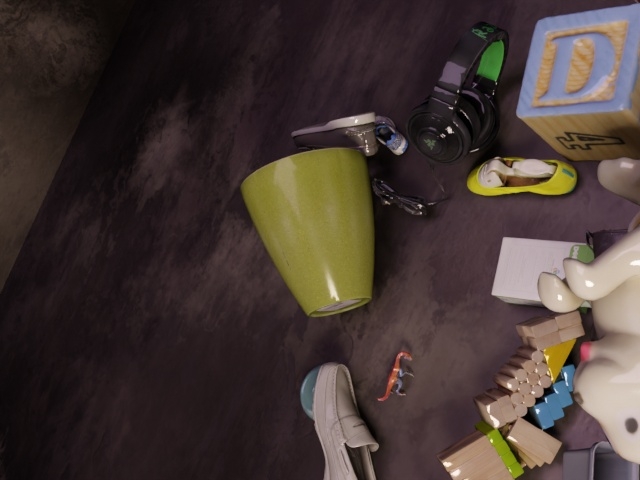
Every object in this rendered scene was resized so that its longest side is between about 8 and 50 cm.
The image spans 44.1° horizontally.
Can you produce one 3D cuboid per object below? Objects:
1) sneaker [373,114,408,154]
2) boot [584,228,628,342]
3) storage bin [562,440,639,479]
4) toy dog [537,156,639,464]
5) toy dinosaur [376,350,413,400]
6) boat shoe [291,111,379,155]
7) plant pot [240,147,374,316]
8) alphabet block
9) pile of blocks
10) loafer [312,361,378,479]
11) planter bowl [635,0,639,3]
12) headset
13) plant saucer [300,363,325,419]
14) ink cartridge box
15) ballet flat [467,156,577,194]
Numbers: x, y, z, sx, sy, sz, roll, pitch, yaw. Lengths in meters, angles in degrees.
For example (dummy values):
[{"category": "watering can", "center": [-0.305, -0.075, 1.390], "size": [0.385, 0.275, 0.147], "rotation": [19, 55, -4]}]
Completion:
[{"category": "sneaker", "center": [0.138, -0.242, 1.724], "size": [0.052, 0.058, 0.135], "rotation": [-53, 45, 11]}, {"category": "boot", "center": [0.520, 0.085, 1.179], "size": [0.263, 0.091, 0.228], "rotation": [6, 76, 26]}, {"category": "storage bin", "center": [0.418, 0.374, 1.188], "size": [0.091, 0.098, 0.135], "rotation": [151, 130, -65]}, {"category": "toy dog", "center": [0.474, 0.099, 1.026], "size": [0.407, 0.396, 0.284], "rotation": [-63, 6, -15]}, {"category": "toy dinosaur", "center": [0.148, 0.254, 1.497], "size": [0.047, 0.090, 0.082], "rotation": [11, 112, 29]}, {"category": "boat shoe", "center": [0.028, -0.222, 1.765], "size": [0.305, 0.109, 0.091], "rotation": [1, 107, 61]}, {"category": "plant pot", "center": [0.000, 0.000, 1.628], "size": [0.275, 0.275, 0.293], "rotation": [-24, 73, 33]}, {"category": "alphabet block", "center": [0.473, -0.256, 1.328], "size": [0.194, 0.197, 0.192], "rotation": [6, 77, 44]}, {"category": "pile of blocks", "center": [0.329, 0.277, 1.312], "size": [0.362, 0.149, 0.112], "rotation": [-56, 2, -4]}, {"category": "loafer", "center": [0.059, 0.383, 1.496], "size": [0.112, 0.112, 0.319], "rotation": [-20, 67, 29]}, {"category": "planter bowl", "center": [0.623, -0.429, 1.329], "size": [0.162, 0.109, 0.162], "rotation": [-19, 60, 37]}, {"category": "headset", "center": [0.229, -0.229, 1.510], "size": [0.185, 0.243, 0.393], "rotation": [27, 117, 20]}, {"category": "plant saucer", "center": [-0.002, 0.313, 1.636], "size": [0.119, 0.021, 0.119], "rotation": [-19, 60, 36]}, {"category": "ink cartridge box", "center": [0.406, 0.060, 1.343], "size": [0.209, 0.062, 0.108], "rotation": [5, 75, 40]}, {"category": "ballet flat", "center": [0.358, -0.125, 1.459], "size": [0.231, 0.077, 0.077], "rotation": [6, 77, 44]}]
